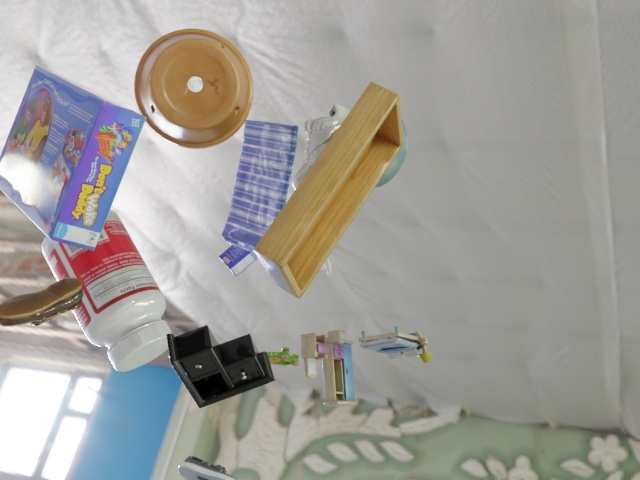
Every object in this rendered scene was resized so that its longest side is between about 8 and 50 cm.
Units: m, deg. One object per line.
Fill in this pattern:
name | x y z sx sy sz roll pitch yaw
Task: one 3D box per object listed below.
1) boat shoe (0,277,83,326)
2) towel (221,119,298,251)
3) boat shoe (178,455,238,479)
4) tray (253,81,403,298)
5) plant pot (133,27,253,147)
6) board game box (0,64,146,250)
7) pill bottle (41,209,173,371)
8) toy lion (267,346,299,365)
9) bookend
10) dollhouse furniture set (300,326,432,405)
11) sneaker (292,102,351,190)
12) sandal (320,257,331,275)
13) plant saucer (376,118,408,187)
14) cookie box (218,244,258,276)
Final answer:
boat shoe | -0.591 0.145 1.659 0.073 0.207 0.073 30 -59 29
towel | -0.159 -0.140 2.011 0.040 0.336 0.243 7 7 -37
boat shoe | -0.339 0.749 2.502 0.228 0.076 0.080 15 -58 12
tray | 0.027 -0.097 1.570 0.076 0.411 0.203 31 -14 18
plant pot | -0.295 -0.360 1.829 0.291 0.291 0.203 21 3 -11
board game box | -0.444 -0.153 1.347 0.078 0.233 0.347 18 8 -41
pill bottle | -0.563 0.135 2.111 0.408 0.229 0.229 58 -20 15
toy lion | -0.124 0.352 2.335 0.096 0.034 0.100 -17 -32 21
bookend | -0.186 0.222 1.472 0.157 0.072 0.156 -20 -46 -2
dollhouse furniture set | 0.146 0.363 2.262 0.303 0.198 0.286 -12 -17 26
sneaker | -0.003 -0.203 1.694 0.115 0.232 0.090 38 -24 1
sandal | -0.026 0.008 2.476 0.076 0.102 0.265 -16 -50 2
plant saucer | 0.116 -0.221 1.833 0.195 0.195 0.037 -8 -10 41
cookie box | -0.227 0.040 2.245 0.040 0.107 0.092 55 -8 -36
